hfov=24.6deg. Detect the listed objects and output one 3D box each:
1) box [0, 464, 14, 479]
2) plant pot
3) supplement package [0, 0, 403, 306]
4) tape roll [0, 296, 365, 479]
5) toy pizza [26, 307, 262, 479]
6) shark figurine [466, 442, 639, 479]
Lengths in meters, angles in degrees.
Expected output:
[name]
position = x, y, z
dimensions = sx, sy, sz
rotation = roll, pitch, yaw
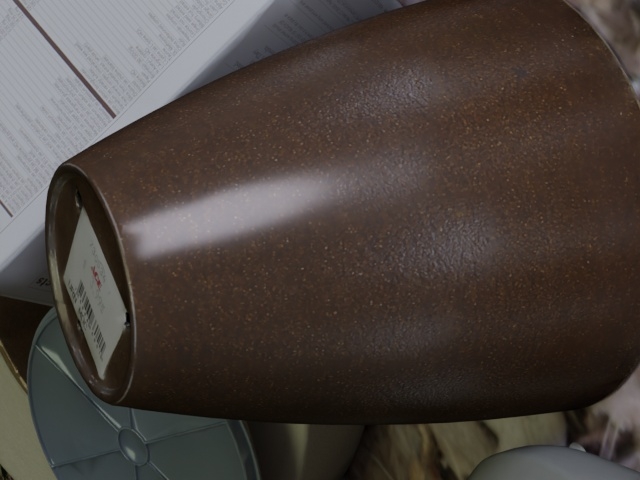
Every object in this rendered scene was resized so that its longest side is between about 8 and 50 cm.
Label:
[box]
position = -0.252, 0.183, 1.359
dimensions = 0.322, 0.079, 0.257
rotation = 165, 92, -72
[plant pot]
position = 0.000, 0.000, 0.679
dimensions = 0.215, 0.230, 0.215
rotation = 34, 130, 54
[supplement package]
position = -0.099, -0.095, 0.770
dimensions = 0.139, 0.244, 0.134
rotation = 50, -171, 19
[tape roll]
position = -0.138, 0.034, 0.982
dimensions = 0.392, 0.072, 0.392
rotation = 19, 122, 34
[toy pizza]
position = -0.107, 0.123, 0.923
dimensions = 0.201, 0.032, 0.201
rotation = 20, 123, 33
[shark figurine]
position = 0.092, 0.141, 0.691
dimensions = 0.278, 0.116, 0.166
rotation = -1, 98, 61
